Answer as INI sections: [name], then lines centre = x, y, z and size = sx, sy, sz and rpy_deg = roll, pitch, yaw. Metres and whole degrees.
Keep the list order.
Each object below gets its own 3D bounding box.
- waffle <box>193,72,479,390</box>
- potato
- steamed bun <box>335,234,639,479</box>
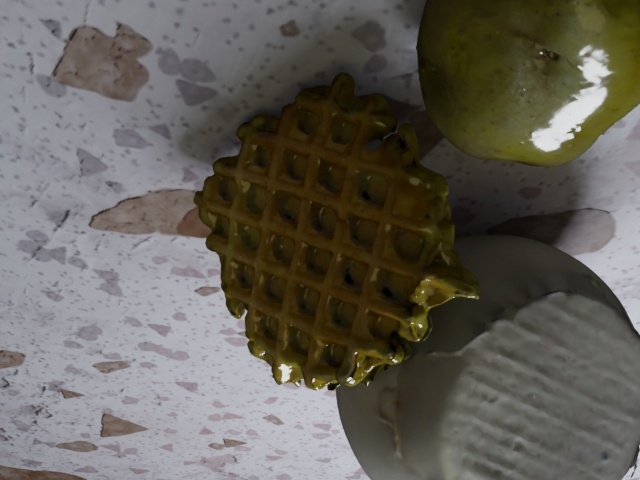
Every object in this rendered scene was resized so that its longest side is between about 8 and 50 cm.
[waffle]
centre = -0.001, 0.000, 0.597
size = 0.245, 0.254, 0.052
rpy_deg = -31, 167, 32
[potato]
centre = 0.147, -0.140, 0.469
size = 0.154, 0.137, 0.200
rpy_deg = 8, 142, -6
[steamed bun]
centre = 0.146, 0.132, 0.721
size = 0.309, 0.309, 0.309
rpy_deg = 1, 141, 1
